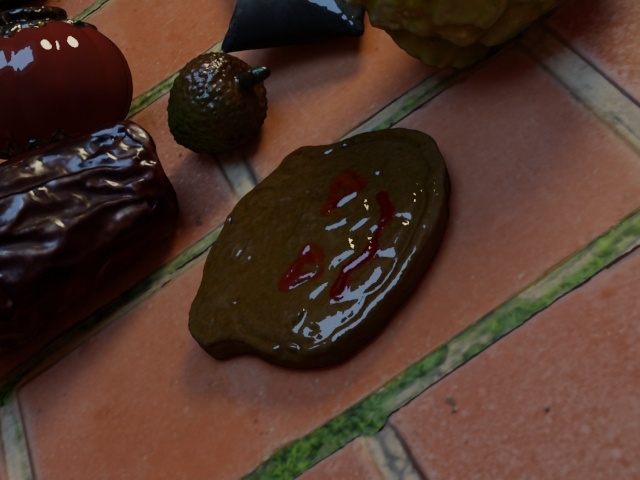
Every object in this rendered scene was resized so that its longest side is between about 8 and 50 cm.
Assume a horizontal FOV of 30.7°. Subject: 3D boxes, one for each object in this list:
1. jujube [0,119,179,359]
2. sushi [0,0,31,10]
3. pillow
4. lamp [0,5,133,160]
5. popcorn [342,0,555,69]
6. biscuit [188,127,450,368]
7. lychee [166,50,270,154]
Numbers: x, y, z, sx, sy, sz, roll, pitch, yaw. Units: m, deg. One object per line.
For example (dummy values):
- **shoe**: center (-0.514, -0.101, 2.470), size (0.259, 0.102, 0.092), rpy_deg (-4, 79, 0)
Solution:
- **jujube**: center (-0.315, -0.003, 1.254), size (0.342, 0.216, 0.216), rpy_deg (-32, 38, -6)
- **sushi**: center (-0.488, -0.436, 1.922), size (0.231, 0.047, 0.219), rpy_deg (-5, 44, 28)
- **pillow**: center (-0.013, -0.324, 1.402), size (0.186, 0.106, 0.250), rpy_deg (-5, 50, 24)
- **lamp**: center (-0.343, -0.178, 1.436), size (0.227, 0.227, 0.227), rpy_deg (-21, 42, 20)
- **popcorn**: center (0.133, -0.329, 1.163), size (0.282, 0.282, 0.247), rpy_deg (-60, 15, -25)
- **biscuit**: center (-0.001, -0.001, 1.121), size (0.257, 0.049, 0.273), rpy_deg (0, 50, 38)
- **lychee**: center (-0.114, -0.155, 1.308), size (0.146, 0.114, 0.114), rpy_deg (-31, 34, 39)
